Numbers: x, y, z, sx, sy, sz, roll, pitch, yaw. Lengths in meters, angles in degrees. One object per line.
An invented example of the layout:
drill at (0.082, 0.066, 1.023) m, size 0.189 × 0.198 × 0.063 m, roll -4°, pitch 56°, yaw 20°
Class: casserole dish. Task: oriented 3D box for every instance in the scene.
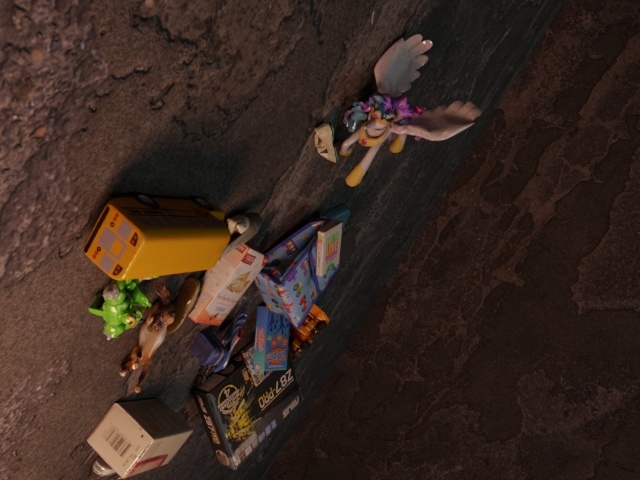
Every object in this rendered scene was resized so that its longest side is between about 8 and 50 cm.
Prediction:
casserole dish at (0.043, -0.061, 1.976) m, size 0.188 × 0.037 × 0.114 m, roll -29°, pitch 151°, yaw -54°

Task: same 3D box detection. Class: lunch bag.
lunch bag at (-0.047, 0.077, 1.753) m, size 0.293 × 0.138 × 0.220 m, roll -46°, pitch 143°, yaw -25°
lunch bag at (-0.319, 0.309, 1.651) m, size 0.067 × 0.098 × 0.065 m, roll -55°, pitch 144°, yaw 9°

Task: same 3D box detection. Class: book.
book at (0.022, 0.022, 1.703) m, size 0.096 × 0.035 × 0.144 m, roll -35°, pitch 135°, yaw -48°

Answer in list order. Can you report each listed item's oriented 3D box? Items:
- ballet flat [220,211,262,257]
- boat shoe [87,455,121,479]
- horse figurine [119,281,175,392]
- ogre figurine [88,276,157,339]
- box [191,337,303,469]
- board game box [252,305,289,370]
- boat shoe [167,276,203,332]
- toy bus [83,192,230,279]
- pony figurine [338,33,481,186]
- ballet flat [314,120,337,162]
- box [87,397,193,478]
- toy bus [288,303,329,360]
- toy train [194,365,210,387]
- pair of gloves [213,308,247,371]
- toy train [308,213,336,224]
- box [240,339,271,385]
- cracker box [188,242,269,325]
ballet flat at (-0.215, -0.014, 1.355) m, size 0.213 × 0.072 × 0.068 m, roll -42°, pitch 155°, yaw -31°
boat shoe at (-0.575, 0.643, 1.660) m, size 0.070 × 0.078 × 0.219 m, roll -57°, pitch 154°, yaw 6°
horse figurine at (-0.379, 0.211, 1.298) m, size 0.263 × 0.066 × 0.174 m, roll -66°, pitch -164°, yaw 5°
ogre figurine at (-0.385, 0.116, 1.142) m, size 0.197 × 0.097 × 0.118 m, roll -49°, pitch -173°, yaw 39°
box at (-0.242, 0.542, 2.032) m, size 0.395 × 0.097 × 0.317 m, roll -35°, pitch 121°, yaw -45°
board game box at (-0.162, 0.331, 1.954) m, size 0.160 × 0.047 × 0.210 m, roll 20°, pitch 72°, yaw -64°
boat shoe at (-0.328, 0.159, 1.409) m, size 0.152 × 0.056 × 0.049 m, roll -57°, pitch 157°, yaw 9°
toy bus at (-0.282, -0.010, 1.092) m, size 0.108 × 0.130 × 0.333 m, roll -58°, pitch 162°, yaw 13°
pony figurine at (0.206, -0.331, 1.582) m, size 0.351 × 0.302 × 0.363 m, roll -38°, pitch 173°, yaw -19°
ballet flat at (0.010, -0.256, 1.530) m, size 0.053 × 0.057 × 0.168 m, roll -23°, pitch 153°, yaw -4°
box at (-0.476, 0.521, 1.553) m, size 0.126 × 0.149 × 0.232 m, roll -53°, pitch 162°, yaw -2°
toy bus at (-0.085, 0.345, 2.268) m, size 0.220 × 0.149 × 0.211 m, roll -49°, pitch 178°, yaw -7°
toy train at (-0.363, 0.403, 1.825) m, size 0.158 × 0.027 × 0.036 m, roll -64°, pitch 170°, yaw 28°
pair of gloves at (-0.267, 0.298, 1.720) m, size 0.159 × 0.023 × 0.198 m, roll -54°, pitch -162°, yaw 22°
toy train at (0.000, 0.000, 1.863) m, size 0.105 × 0.080 × 0.184 m, roll 3°, pitch 123°, yaw -34°
box at (-0.214, 0.409, 1.961) m, size 0.094 × 0.027 × 0.136 m, roll -36°, pitch 118°, yaw -44°
cracker box at (-0.245, 0.109, 1.508) m, size 0.232 × 0.067 × 0.156 m, roll -54°, pitch 163°, yaw -1°
